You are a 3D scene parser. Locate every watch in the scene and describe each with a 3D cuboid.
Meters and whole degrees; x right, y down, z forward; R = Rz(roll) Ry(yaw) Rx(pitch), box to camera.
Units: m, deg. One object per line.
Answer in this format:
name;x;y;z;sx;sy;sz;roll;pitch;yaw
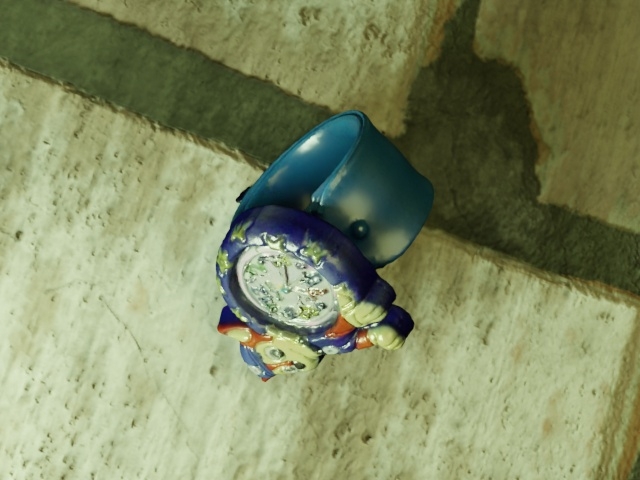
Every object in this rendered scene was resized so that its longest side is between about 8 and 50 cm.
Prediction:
watch;0.001;-0.006;1.527;0.171;0.196;0.200;50;46;-27
